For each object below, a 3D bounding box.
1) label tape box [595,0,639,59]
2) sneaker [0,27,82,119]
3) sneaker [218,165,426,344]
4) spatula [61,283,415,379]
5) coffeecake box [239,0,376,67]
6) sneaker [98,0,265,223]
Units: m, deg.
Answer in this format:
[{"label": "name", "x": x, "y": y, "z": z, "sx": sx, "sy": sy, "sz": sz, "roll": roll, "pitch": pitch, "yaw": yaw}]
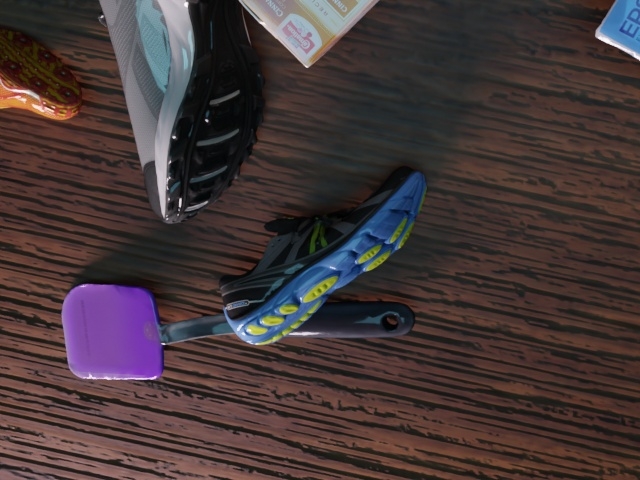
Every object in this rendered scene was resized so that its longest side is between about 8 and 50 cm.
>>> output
[{"label": "label tape box", "x": 0.393, "y": -0.167, "z": 0.686, "sx": 0.348, "sy": 0.115, "sz": 0.249, "roll": 28, "pitch": 106, "yaw": 0}, {"label": "sneaker", "x": -0.264, "y": -0.130, "z": 0.789, "sx": 0.175, "sy": 0.064, "sz": 0.067, "roll": 22, "pitch": 126, "yaw": 4}, {"label": "sneaker", "x": 0.000, "y": 0.000, "z": 0.785, "sx": 0.188, "sy": 0.067, "sz": 0.078, "roll": -37, "pitch": 65, "yaw": 2}, {"label": "spatula", "x": -0.071, "y": 0.069, "z": 0.833, "sx": 0.296, "sy": 0.030, "sz": 0.084, "roll": -4, "pitch": 103, "yaw": 6}, {"label": "coffeecake box", "x": 0.040, "y": -0.210, "z": 0.687, "sx": 0.068, "sy": 0.142, "sz": 0.185, "roll": 44, "pitch": 104, "yaw": -7}, {"label": "sneaker", "x": -0.109, "y": -0.145, "z": 0.755, "sx": 0.108, "sy": 0.100, "sz": 0.271, "roll": 15, "pitch": 116, "yaw": 32}]
